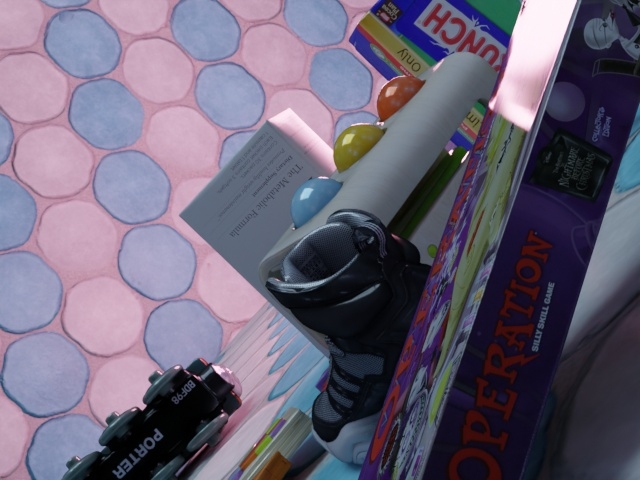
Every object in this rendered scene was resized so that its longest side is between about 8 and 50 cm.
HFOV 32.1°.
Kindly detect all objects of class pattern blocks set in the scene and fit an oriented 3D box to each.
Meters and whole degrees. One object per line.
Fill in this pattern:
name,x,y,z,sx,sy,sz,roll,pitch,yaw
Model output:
pattern blocks set,-0.070,0.222,1.011,0.325,0.026,0.285,-50,-1,-24

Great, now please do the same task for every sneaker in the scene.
sneaker,0.027,0.065,0.795,0.101,0.153,0.268,-47,3,-30

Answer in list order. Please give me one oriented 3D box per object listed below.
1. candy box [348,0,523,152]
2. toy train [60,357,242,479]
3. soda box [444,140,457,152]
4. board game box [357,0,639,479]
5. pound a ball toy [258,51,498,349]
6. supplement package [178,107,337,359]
candy box,0.240,-0.287,1.427,0.317,0.268,0.122,-47,0,-4
toy train,-0.250,0.306,1.655,0.334,0.142,0.190,-46,-6,2
soda box,0.209,-0.142,1.601,0.286,0.091,0.098,-48,2,-33
board game box,0.106,-0.028,0.584,0.208,0.056,0.347,94,-165,-77
pound a ball toy,0.099,-0.075,0.972,0.208,0.136,0.319,-30,18,51
supplement package,0.000,0.000,1.149,0.139,0.244,0.134,-46,2,15
